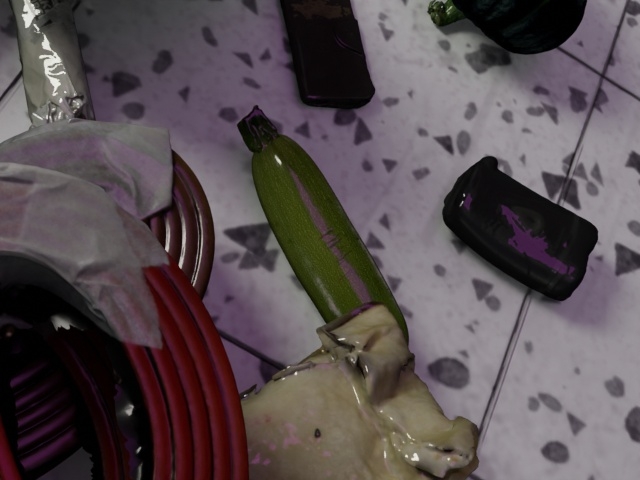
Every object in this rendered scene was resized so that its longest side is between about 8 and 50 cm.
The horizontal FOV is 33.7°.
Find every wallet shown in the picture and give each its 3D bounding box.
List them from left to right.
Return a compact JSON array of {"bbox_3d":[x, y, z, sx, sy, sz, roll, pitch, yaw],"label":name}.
[{"bbox_3d":[0.004,-0.199,1.035,0.082,0.018,0.156,0,66,-23],"label":"wallet"}]

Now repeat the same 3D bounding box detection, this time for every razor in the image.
[{"bbox_3d":[0.187,-0.011,1.001,0.148,0.054,0.090,32,58,-5],"label":"razor"}]

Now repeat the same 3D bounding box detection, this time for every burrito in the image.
[{"bbox_3d":[-0.230,-0.160,0.892,0.064,0.064,0.203,-5,68,-25],"label":"burrito"},{"bbox_3d":[-0.040,0.188,0.763,0.348,0.107,0.175,-36,56,-24],"label":"burrito"}]

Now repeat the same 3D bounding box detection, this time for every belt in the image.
[{"bbox_3d":[-0.222,0.050,0.764,0.217,0.122,0.339,46,59,0],"label":"belt"},{"bbox_3d":[-0.168,0.109,0.627,0.227,0.115,0.323,-3,70,-31],"label":"belt"}]

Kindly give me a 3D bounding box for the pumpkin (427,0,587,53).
[{"bbox_3d":[0.194,-0.282,1.078,0.194,0.150,0.194,10,70,-28],"label":"pumpkin"}]

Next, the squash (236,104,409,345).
[{"bbox_3d":[0.000,0.000,0.910,0.066,0.066,0.252,-23,78,-30],"label":"squash"}]
